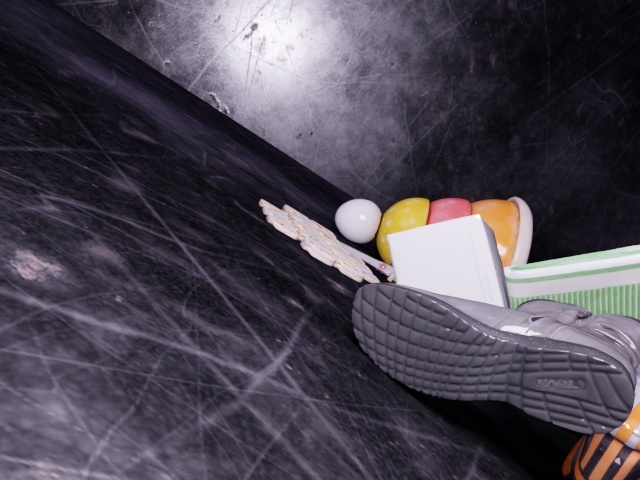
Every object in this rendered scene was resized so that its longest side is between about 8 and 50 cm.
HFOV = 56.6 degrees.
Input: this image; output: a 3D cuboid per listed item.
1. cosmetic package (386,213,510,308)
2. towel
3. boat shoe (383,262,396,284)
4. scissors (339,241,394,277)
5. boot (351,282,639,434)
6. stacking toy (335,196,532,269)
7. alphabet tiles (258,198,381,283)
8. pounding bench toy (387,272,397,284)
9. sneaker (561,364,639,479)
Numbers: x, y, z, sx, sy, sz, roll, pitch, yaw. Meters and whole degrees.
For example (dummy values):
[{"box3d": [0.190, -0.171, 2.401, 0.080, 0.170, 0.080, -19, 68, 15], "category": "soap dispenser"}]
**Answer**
[{"box3d": [0.244, 0.076, 1.050, 0.365, 0.155, 0.196, 6, 71, -72], "category": "cosmetic package"}, {"box3d": [0.449, 0.160, 0.948, 0.324, 0.248, 0.038, 64, 32, -23], "category": "towel"}, {"box3d": [0.224, 0.103, 1.363, 0.178, 0.060, 0.064, 39, 10, 29], "category": "boat shoe"}, {"box3d": [0.153, 0.074, 1.341, 0.297, 0.109, 0.021, 17, -36, 14], "category": "scissors"}, {"box3d": [0.226, 0.122, 0.753, 0.338, 0.118, 0.223, 20, 19, 27], "category": "boot"}, {"box3d": [0.272, -0.006, 1.555, 0.480, 0.350, 0.350, 18, 9, 0], "category": "stacking toy"}, {"box3d": [0.000, 0.000, 1.244, 0.278, 0.021, 0.284, 30, 10, -21], "category": "alphabet tiles"}, {"box3d": [0.184, 0.104, 1.241, 0.083, 0.052, 0.065, 28, 11, -32], "category": "pounding bench toy"}, {"box3d": [0.417, 0.253, 0.804, 0.321, 0.180, 0.125, -8, 36, -42], "category": "sneaker"}]
